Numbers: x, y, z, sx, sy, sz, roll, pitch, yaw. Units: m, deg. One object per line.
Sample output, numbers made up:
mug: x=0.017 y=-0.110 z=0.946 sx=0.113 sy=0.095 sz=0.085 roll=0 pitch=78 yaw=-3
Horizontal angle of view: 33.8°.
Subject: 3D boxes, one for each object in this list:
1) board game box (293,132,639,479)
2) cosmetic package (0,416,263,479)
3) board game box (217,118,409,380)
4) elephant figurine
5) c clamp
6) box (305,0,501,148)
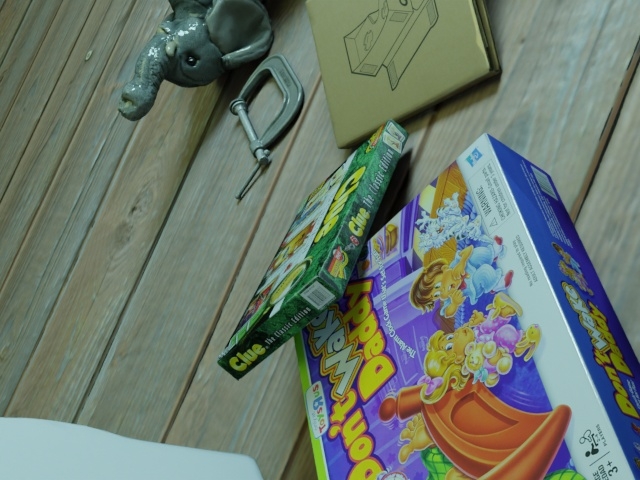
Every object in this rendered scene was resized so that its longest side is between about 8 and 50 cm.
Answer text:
board game box: x=0.101 y=0.122 z=0.726 sx=0.233 sy=0.078 sz=0.347 roll=-44 pitch=36 yaw=27
cosmetic package: x=-0.216 y=0.368 z=0.696 sx=0.393 sy=0.330 sz=0.327 roll=-65 pitch=29 yaw=20
board game box: x=0.000 y=0.000 z=0.908 sx=0.136 sy=0.030 sz=0.259 roll=-39 pitch=15 yaw=33
elephant figurine: x=-0.147 y=-0.263 z=1.312 sx=0.169 sy=0.186 sz=0.239 roll=-27 pitch=-64 yaw=-88
c clamp: x=-0.073 y=-0.145 z=1.225 sx=0.137 sy=0.022 sz=0.160 roll=-47 pitch=36 yaw=23
box: x=0.071 y=-0.197 z=0.999 sx=0.201 sy=0.021 sz=0.164 roll=-23 pitch=75 yaw=46
